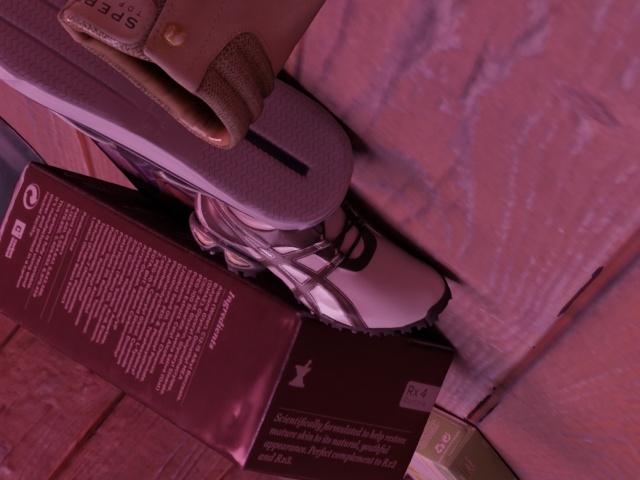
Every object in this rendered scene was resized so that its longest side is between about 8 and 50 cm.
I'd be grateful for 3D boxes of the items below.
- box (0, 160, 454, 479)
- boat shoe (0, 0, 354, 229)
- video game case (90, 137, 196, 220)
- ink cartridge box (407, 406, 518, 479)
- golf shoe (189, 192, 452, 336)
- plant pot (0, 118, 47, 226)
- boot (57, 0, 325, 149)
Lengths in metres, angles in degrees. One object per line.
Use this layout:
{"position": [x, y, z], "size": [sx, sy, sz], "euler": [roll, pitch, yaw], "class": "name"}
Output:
{"position": [-0.095, 0.068, 1.587], "size": [0.191, 0.143, 0.381], "euler": [16, -174, -46], "class": "box"}
{"position": [-0.135, -0.110, 1.199], "size": [0.335, 0.121, 0.119], "euler": [39, 164, -14], "class": "boat shoe"}
{"position": [-0.121, -0.075, 1.503], "size": [0.275, 0.035, 0.248], "euler": [27, 164, 44], "class": "video game case"}
{"position": [0.088, 0.195, 1.860], "size": [0.235, 0.056, 0.171], "euler": [25, 163, 41], "class": "ink cartridge box"}
{"position": [0.000, 0.000, 1.324], "size": [0.198, 0.077, 0.094], "euler": [21, 144, 9], "class": "golf shoe"}
{"position": [-0.473, -0.080, 2.139], "size": [0.293, 0.196, 0.293], "euler": [37, 168, 9], "class": "plant pot"}
{"position": [-0.040, -0.144, 0.684], "size": [0.077, 0.165, 0.213], "euler": [28, 166, 36], "class": "boot"}
